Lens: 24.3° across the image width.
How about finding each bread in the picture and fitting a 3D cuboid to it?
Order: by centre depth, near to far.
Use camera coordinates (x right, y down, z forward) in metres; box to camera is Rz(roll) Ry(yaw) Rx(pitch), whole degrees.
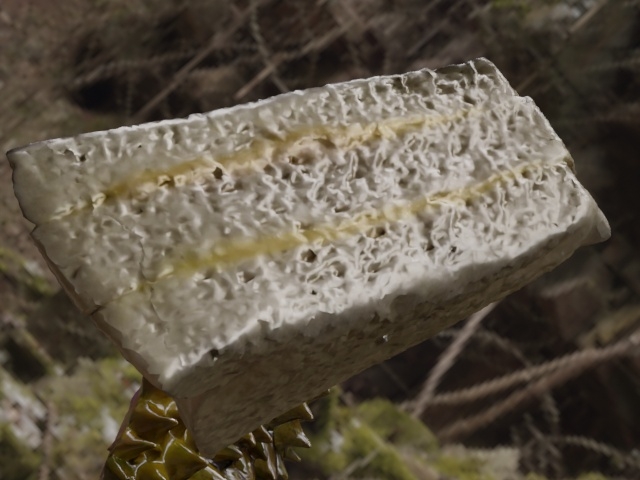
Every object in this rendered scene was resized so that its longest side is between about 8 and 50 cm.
[{"bbox_3d":[0.005,-0.011,0.413,0.077,0.152,0.105,56,-8,20],"label":"bread"}]

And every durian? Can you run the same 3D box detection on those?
[{"bbox_3d":[-0.065,0.122,0.961,0.112,0.191,0.341,32,26,3],"label":"durian"}]
